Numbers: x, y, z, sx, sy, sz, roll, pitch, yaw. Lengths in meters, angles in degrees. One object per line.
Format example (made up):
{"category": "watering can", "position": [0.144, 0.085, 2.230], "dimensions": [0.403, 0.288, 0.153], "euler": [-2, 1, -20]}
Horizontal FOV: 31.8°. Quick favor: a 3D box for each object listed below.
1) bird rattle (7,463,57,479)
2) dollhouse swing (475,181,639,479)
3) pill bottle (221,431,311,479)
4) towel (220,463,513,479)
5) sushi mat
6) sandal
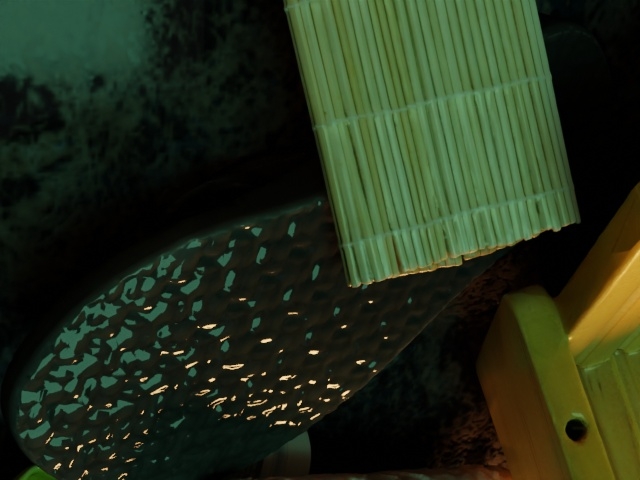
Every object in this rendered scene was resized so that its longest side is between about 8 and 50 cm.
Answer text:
{"category": "bird rattle", "position": [-0.261, 0.155, 0.622], "dimensions": [0.207, 0.143, 0.253], "euler": [-34, 125, 13]}
{"category": "dollhouse swing", "position": [0.325, 0.090, 0.707], "dimensions": [0.346, 0.305, 0.315], "euler": [-16, 82, -14]}
{"category": "pill bottle", "position": [-0.079, 0.135, 0.730], "dimensions": [0.137, 0.078, 0.078], "euler": [18, 106, -33]}
{"category": "towel", "position": [-0.025, 0.288, 0.794], "dimensions": [0.331, 0.053, 0.317], "euler": [10, 116, -50]}
{"category": "sushi mat", "position": [0.051, -0.139, 0.619], "dimensions": [0.151, 0.019, 0.317], "euler": [-17, 100, -21]}
{"category": "sandal", "position": [0.002, 0.001, 0.701], "dimensions": [0.445, 0.107, 0.168], "euler": [-33, 126, -25]}
